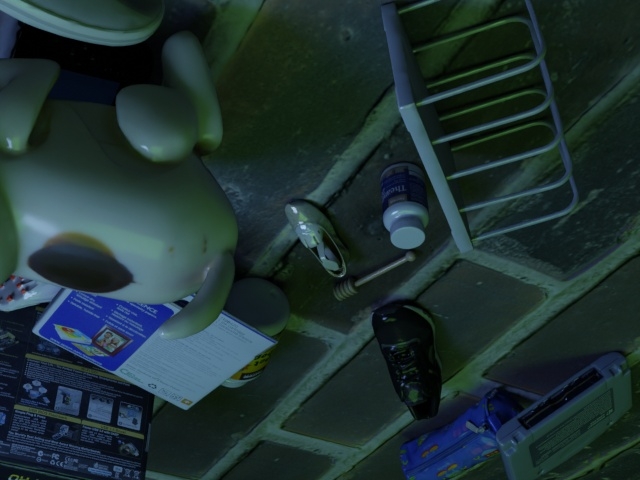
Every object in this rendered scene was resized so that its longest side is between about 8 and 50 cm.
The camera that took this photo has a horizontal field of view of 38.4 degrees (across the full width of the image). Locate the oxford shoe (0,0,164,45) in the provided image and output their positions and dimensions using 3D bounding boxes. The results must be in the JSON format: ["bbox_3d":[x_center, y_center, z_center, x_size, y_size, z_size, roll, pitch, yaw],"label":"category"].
[{"bbox_3d":[-0.342,-0.355,0.933,0.449,0.169,0.130,33,129,-27],"label":"oxford shoe"}]

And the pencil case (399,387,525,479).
[{"bbox_3d":[0.291,0.418,1.902,0.133,0.119,0.306,-4,152,-45],"label":"pencil case"}]

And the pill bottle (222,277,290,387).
[{"bbox_3d":[-0.133,0.168,1.600,0.117,0.117,0.215,11,140,-13],"label":"pill bottle"}]

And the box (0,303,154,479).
[{"bbox_3d":[-0.479,0.257,1.551,0.395,0.318,0.097,18,138,-22],"label":"box"}]

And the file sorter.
[{"bbox_3d":[0.207,-0.158,1.150,0.173,0.193,0.277,-16,138,14],"label":"file sorter"}]

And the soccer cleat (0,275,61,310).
[{"bbox_3d":[-0.460,0.080,1.535,0.196,0.068,0.076,-23,138,21],"label":"soccer cleat"}]

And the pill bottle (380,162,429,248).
[{"bbox_3d":[0.122,-0.049,1.333,0.067,0.120,0.067,0,140,0],"label":"pill bottle"}]

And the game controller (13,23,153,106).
[{"bbox_3d":[-0.340,-0.171,1.227,0.166,0.067,0.319,17,138,-20],"label":"game controller"}]

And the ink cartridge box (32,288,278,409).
[{"bbox_3d":[-0.262,0.132,1.465,0.303,0.072,0.307,32,133,-18],"label":"ink cartridge box"}]

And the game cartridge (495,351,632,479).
[{"bbox_3d":[0.475,0.353,1.782,0.294,0.060,0.196,-32,134,-8],"label":"game cartridge"}]

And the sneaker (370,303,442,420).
[{"bbox_3d":[0.170,0.226,1.666,0.107,0.124,0.283,-14,138,16],"label":"sneaker"}]

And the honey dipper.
[{"bbox_3d":[0.092,0.057,1.535,0.161,0.030,0.030,-28,133,28],"label":"honey dipper"}]

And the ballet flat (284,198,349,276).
[{"bbox_3d":[0.000,0.000,1.446,0.057,0.052,0.168,-21,136,24],"label":"ballet flat"}]

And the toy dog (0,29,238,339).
[{"bbox_3d":[-0.327,-0.030,1.062,0.408,0.395,0.284,-9,157,-27],"label":"toy dog"}]
